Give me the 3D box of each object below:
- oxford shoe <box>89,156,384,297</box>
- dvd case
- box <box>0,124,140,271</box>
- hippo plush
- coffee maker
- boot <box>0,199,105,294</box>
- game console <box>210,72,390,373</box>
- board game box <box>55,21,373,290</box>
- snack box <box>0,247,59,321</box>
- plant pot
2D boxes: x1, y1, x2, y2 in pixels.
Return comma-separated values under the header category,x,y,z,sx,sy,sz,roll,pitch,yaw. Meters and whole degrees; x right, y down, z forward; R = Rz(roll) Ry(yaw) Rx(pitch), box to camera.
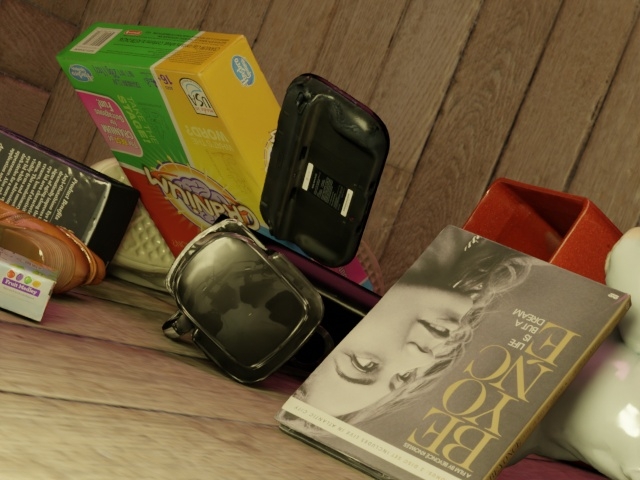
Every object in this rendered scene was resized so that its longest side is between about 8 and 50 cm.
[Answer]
category,x,y,z,sx,sy,sz,roll,pitch,yaw
oxford shoe,-0.111,0.011,1.907,0.449,0.169,0.130,19,-16,-35
dvd case,0.096,0.087,1.185,0.164,0.221,0.018,23,-34,33
box,-0.305,-0.047,1.654,0.207,0.108,0.153,25,1,4
hippo plush,0.187,0.133,1.303,0.237,0.294,0.234,-3,-33,16
coffee maker,-0.050,0.059,1.431,0.171,0.120,0.178,22,2,-7
boot,-0.291,-0.009,1.455,0.197,0.073,0.152,34,5,14
game console,0.000,0.000,1.513,0.213,0.044,0.361,28,-40,10
board game box,-0.105,-0.068,1.649,0.242,0.064,0.316,12,-41,47
snack box,-0.274,0.017,1.262,0.141,0.037,0.100,22,2,-9
plant pot,0.263,0.113,1.848,0.236,0.267,0.267,34,-3,-17
